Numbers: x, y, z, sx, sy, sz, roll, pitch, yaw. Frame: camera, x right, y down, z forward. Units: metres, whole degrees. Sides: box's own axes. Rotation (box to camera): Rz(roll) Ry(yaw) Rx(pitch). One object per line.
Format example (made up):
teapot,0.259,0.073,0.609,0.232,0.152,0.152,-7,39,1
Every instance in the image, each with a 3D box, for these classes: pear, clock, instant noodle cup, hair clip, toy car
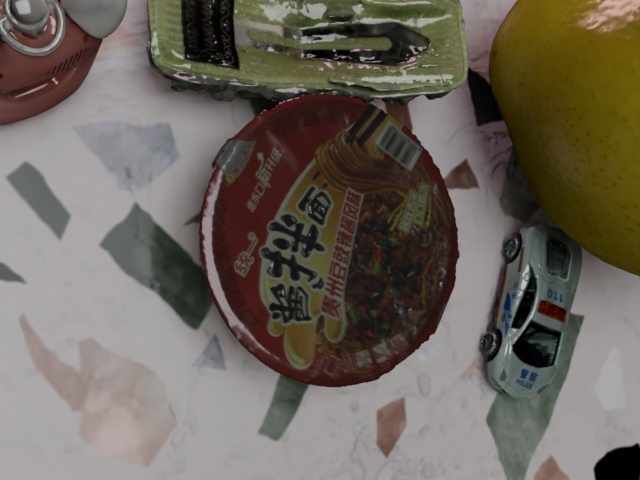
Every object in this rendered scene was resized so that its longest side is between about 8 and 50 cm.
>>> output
pear,0.390,-0.139,0.790,0.418,0.362,0.362,37,67,13
clock,-0.235,-0.153,0.587,0.166,0.162,0.093,-32,101,-25
instant noodle cup,0.000,0.000,0.724,0.274,0.091,0.274,3,84,-26
hair clip,-0.011,-0.192,0.744,0.321,0.091,0.138,0,80,-18
toy car,0.246,0.080,0.857,0.095,0.056,0.205,22,74,-23
